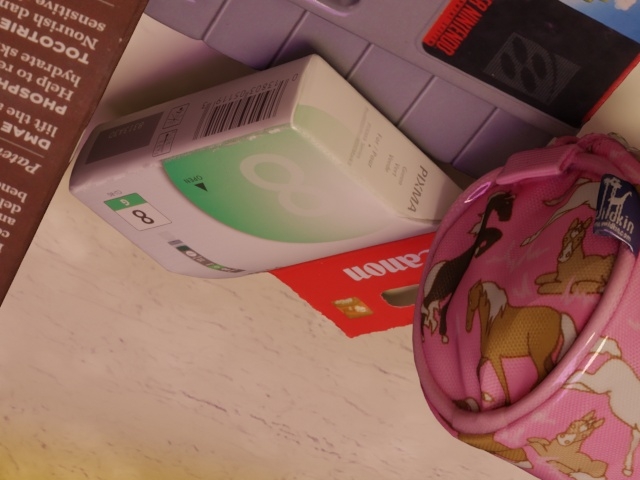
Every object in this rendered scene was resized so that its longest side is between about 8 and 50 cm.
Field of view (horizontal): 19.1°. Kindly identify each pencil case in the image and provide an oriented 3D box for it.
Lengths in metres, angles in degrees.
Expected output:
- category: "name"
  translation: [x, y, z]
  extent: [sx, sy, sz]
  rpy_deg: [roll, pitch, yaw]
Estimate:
- category: "pencil case"
  translation: [0.235, 0.086, 0.997]
  extent: [0.386, 0.160, 0.167]
  rpy_deg: [27, 114, -28]

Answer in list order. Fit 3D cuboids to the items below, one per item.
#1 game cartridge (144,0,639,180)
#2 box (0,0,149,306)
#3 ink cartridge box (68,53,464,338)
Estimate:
- category: "game cartridge"
  translation: [0.087, -0.181, 0.878]
  extent: [0.230, 0.068, 0.355]
  rpy_deg: [28, 134, -9]
- category: "box"
  translation: [-0.162, -0.110, 0.912]
  extent: [0.143, 0.191, 0.381]
  rpy_deg: [24, 135, -11]
- category: "ink cartridge box"
  translation: [0.000, 0.000, 1.045]
  extent: [0.181, 0.056, 0.224]
  rpy_deg: [-14, 134, 43]
